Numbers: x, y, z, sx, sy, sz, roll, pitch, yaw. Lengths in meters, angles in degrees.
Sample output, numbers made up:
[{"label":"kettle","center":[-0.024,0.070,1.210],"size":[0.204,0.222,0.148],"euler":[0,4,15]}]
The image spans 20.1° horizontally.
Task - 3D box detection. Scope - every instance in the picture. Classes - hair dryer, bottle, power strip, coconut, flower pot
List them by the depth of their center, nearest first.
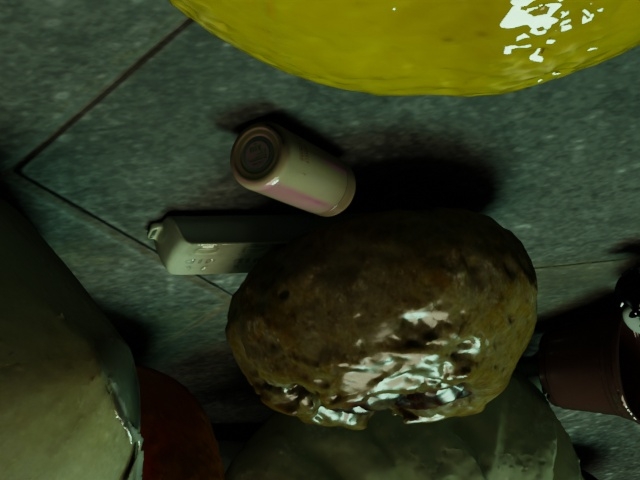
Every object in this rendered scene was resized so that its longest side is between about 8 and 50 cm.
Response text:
[{"label":"coconut","center":[-0.254,0.113,1.152],"size":[0.323,0.323,0.323],"euler":[-8,159,-3]},{"label":"bottle","center":[-0.015,-0.044,1.164],"size":[0.045,0.045,0.096],"euler":[-20,158,27]},{"label":"power strip","center":[0.000,0.000,1.307],"size":[0.252,0.027,0.060],"euler":[-2,158,-18]},{"label":"flower pot","center":[0.244,0.110,1.601],"size":[0.089,0.111,0.111],"euler":[-7,163,32]},{"label":"hair dryer","center":[0.228,0.114,1.695],"size":[0.063,0.038,0.124],"euler":[0,150,-26]}]

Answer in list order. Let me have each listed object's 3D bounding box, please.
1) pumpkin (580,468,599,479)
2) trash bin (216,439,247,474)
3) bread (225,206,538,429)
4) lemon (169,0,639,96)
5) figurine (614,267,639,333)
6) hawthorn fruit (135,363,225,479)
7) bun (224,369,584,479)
[{"label":"pumpkin","center":[0.225,0.402,2.091],"size":[0.315,0.238,0.315],"euler":[-30,173,-4]},{"label":"trash bin","center":[-0.043,0.333,1.882],"size":[0.367,0.256,0.296],"euler":[12,157,-28]},{"label":"bread","center":[0.050,0.063,1.286],"size":[0.230,0.123,0.230],"euler":[-10,160,-4]},{"label":"lemon","center":[0.034,-0.177,0.529],"size":[0.293,0.293,0.293],"euler":[-8,159,-3]},{"label":"figurine","center":[0.329,0.062,1.477],"size":[0.192,0.126,0.147],"euler":[18,160,-20]},{"label":"hawthorn fruit","center":[-0.213,0.215,1.481],"size":[0.287,0.287,0.330],"euler":[-11,-170,5]},{"label":"bun","center":[0.082,0.283,1.615],"size":[0.365,0.365,0.219],"euler":[-1,-159,-20]}]
